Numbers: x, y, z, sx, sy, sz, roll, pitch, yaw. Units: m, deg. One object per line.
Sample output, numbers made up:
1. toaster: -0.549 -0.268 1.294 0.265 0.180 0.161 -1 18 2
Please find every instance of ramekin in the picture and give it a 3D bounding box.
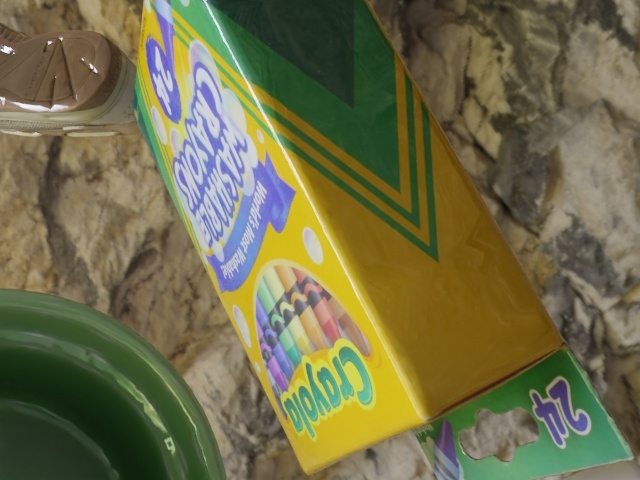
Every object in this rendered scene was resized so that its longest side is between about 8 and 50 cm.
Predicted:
1. ramekin: -0.227 0.199 0.554 0.303 0.303 0.148 -10 -23 -33

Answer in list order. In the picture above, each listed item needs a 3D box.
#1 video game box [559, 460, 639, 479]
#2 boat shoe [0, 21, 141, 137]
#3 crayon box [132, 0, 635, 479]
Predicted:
1. video game box: 0.131 0.255 0.516 0.205 0.048 0.187 -22 -70 -8
2. boat shoe: -0.321 -0.163 0.888 0.110 0.341 0.121 35 -106 -56
3. crayon box: 0.000 0.000 0.443 0.083 0.323 0.203 -23 -14 -23
